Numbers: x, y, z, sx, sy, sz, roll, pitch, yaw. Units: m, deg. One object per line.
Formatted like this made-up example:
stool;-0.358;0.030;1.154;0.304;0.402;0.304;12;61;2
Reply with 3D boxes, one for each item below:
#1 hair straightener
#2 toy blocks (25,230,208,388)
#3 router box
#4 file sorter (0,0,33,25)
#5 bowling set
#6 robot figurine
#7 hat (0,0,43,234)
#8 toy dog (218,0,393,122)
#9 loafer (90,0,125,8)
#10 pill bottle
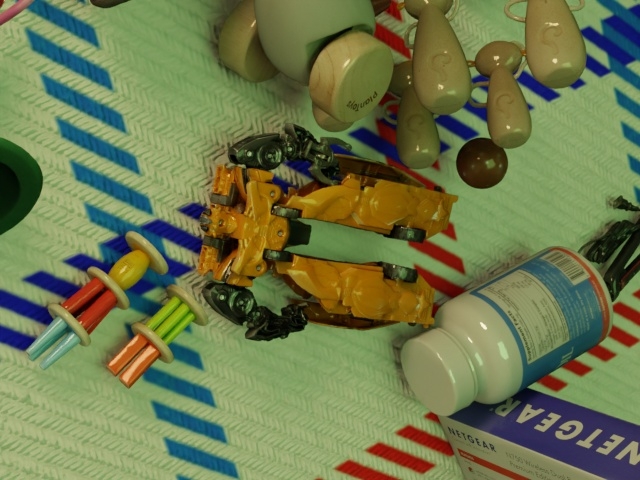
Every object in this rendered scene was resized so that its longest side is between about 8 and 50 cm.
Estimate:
hair straightener;0.364;-0.009;1.647;0.230;0.047;0.089;-43;98;-14
toy blocks;-0.190;0.084;1.277;0.148;0.054;0.123;-45;118;-20
router box;0.302;0.317;1.471;0.082;0.335;0.301;-35;115;-23
file sorter;-0.328;-0.289;1.001;0.291;0.182;0.202;46;36;-30
bowling set;0.127;-0.156;1.399;0.200;0.287;0.154;72;11;-56
robot figurine;0.000;0.000;1.372;0.291;0.085;0.211;10;91;-35
hat;-0.329;-0.108;1.167;0.208;0.173;0.183;-13;62;-11
toy dog;0.011;-0.262;1.225;0.220;0.334;0.161;42;59;11
loafer;-0.141;-0.372;1.205;0.130;0.134;0.366;30;71;-29
pill bottle;0.199;0.102;1.497;0.221;0.124;0.124;-26;111;-27
